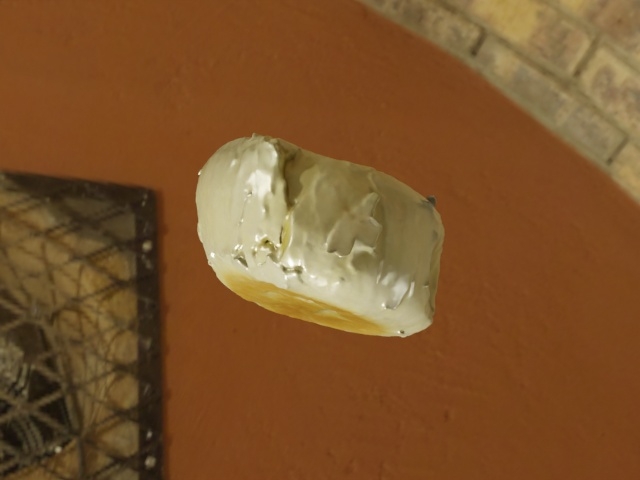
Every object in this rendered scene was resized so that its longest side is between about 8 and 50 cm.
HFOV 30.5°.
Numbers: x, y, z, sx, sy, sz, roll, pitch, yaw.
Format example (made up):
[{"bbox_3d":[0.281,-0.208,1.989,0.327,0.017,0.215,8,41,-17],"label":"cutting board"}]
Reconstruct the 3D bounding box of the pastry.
[{"bbox_3d":[0.000,0.000,0.703,0.166,0.166,0.088,18,-103,-7],"label":"pastry"}]
